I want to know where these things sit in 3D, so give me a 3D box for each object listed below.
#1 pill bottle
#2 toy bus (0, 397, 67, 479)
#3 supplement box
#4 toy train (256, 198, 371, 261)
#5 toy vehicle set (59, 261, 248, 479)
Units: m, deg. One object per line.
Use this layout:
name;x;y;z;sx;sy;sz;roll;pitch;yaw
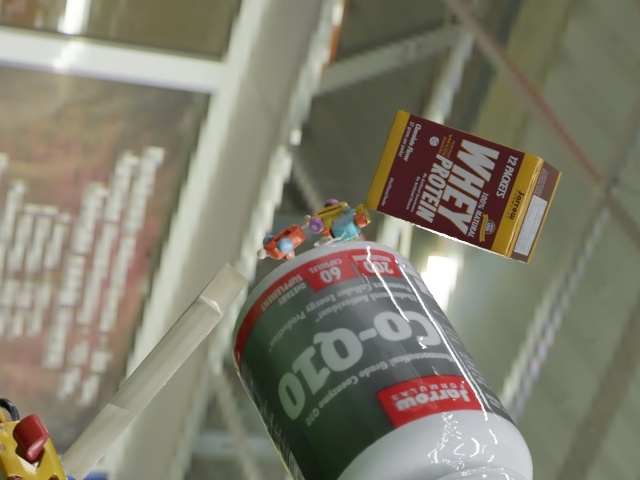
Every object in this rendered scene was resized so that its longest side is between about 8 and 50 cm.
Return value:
pill bottle;0.054;0.145;1.424;0.283;0.161;0.161;59;-42;44
toy bus;-0.322;0.225;2.019;0.191;0.104;0.202;18;-78;39
supplement box;0.181;-0.065;2.476;0.194;0.191;0.129;13;96;-76
toy train;0.000;0.000;2.490;0.046;0.125;0.166;59;-23;-18
toy vehicle set;-0.192;0.151;2.291;0.267;0.035;0.166;-49;-178;14
